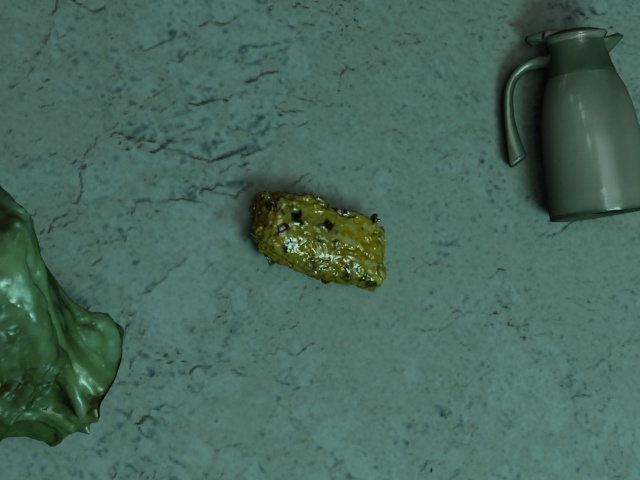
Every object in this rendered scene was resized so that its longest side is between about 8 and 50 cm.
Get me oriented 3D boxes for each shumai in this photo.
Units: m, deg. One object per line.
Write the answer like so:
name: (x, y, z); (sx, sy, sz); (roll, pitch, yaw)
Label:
shumai: (-0.265, 0.053, 1.486); (0.222, 0.261, 0.225); (-2, 57, -24)

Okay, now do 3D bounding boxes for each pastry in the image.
pastry: (0.000, 0.000, 1.660); (0.140, 0.056, 0.080); (11, 74, -16)

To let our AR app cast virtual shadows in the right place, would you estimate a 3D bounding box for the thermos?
thermos: (0.252, -0.117, 1.733); (0.137, 0.105, 0.193); (-9, 88, 12)
